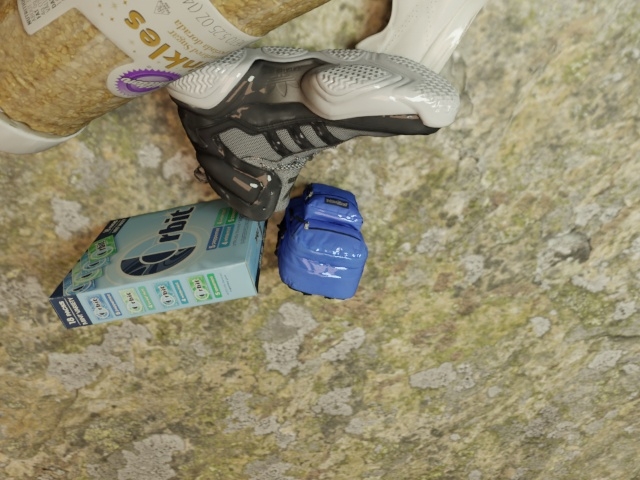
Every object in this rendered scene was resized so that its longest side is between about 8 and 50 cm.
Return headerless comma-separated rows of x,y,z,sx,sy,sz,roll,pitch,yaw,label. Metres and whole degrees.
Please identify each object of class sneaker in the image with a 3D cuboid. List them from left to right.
-0.013,-0.096,0.449,0.269,0.101,0.153,10,127,14,sneaker
0.107,-0.238,0.404,0.094,0.080,0.212,30,117,-5,sneaker

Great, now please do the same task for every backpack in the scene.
0.000,0.000,0.508,0.098,0.120,0.101,9,120,-6,backpack

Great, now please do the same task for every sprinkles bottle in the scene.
-0.138,-0.171,0.344,0.356,0.121,0.121,-14,122,27,sprinkles bottle

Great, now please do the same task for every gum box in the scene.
-0.152,0.013,0.488,0.185,0.157,0.041,-11,119,5,gum box
